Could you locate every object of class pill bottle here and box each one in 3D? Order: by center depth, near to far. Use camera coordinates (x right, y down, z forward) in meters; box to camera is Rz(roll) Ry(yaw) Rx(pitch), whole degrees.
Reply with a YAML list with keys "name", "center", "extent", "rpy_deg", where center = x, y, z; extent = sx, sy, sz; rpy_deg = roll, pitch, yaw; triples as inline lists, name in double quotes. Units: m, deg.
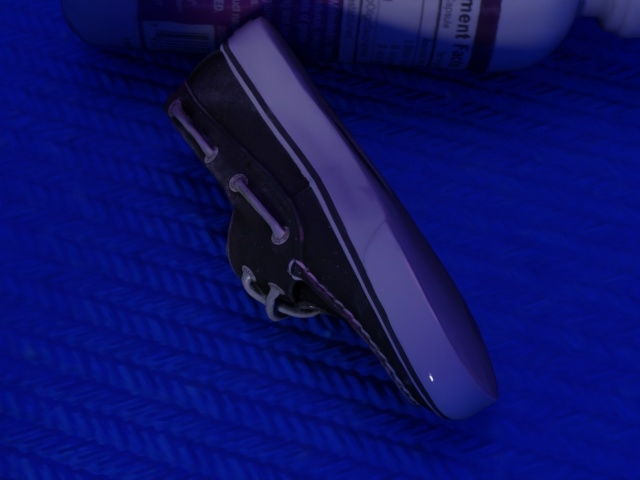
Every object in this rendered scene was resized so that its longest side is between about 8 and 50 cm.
- name: "pill bottle"
  center: [0.034, -0.167, 0.864]
  extent: [0.301, 0.169, 0.169]
  rpy_deg: [3, 42, -1]

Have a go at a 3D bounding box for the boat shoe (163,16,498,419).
- name: "boat shoe"
  center: [0.000, 0.000, 0.758]
  extent: [0.070, 0.078, 0.219]
  rpy_deg: [-37, 52, 7]
